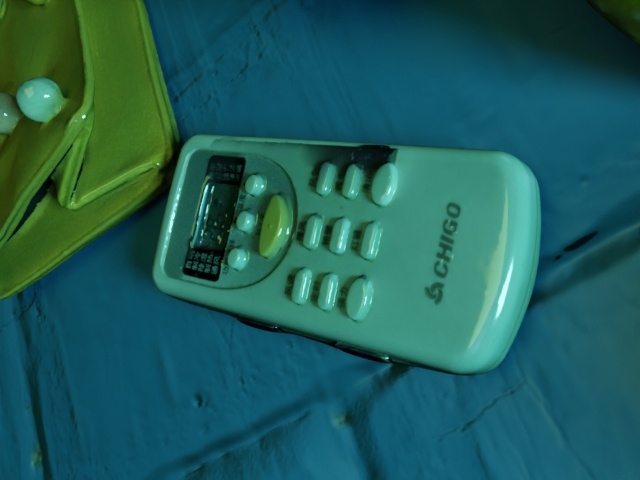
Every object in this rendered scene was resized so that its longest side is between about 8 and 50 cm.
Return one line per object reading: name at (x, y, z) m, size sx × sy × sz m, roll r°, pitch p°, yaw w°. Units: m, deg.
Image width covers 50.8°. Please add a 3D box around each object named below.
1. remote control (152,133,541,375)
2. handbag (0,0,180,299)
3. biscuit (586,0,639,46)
remote control at (0.000, 0.000, 0.467) m, size 0.297 × 0.056 × 0.140 m, roll 10°, pitch 87°, yaw 37°
handbag at (-0.308, -0.168, 0.690) m, size 0.283 × 0.133 × 0.400 m, roll -36°, pitch 61°, yaw 29°
biscuit at (0.187, -0.213, 0.187) m, size 0.350 × 0.394 × 0.070 m, roll -30°, pitch 26°, yaw 51°
